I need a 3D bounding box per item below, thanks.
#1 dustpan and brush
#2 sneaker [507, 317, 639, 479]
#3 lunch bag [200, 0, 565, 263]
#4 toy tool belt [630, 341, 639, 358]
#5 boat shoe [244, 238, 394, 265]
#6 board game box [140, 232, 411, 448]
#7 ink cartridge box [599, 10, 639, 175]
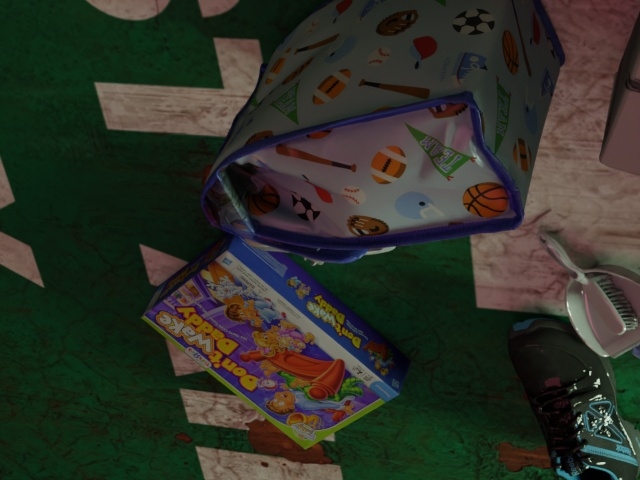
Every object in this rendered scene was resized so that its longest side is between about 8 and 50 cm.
[{"bbox_3d":[0.372,0.063,2.024,0.211,0.060,0.147,54,134,2],"label":"dustpan and brush"},{"bbox_3d":[0.372,0.256,2.143,0.125,0.139,0.341,-18,120,35],"label":"sneaker"},{"bbox_3d":[0.069,-0.153,1.778,0.386,0.327,0.239,-9,127,26],"label":"lunch bag"},{"bbox_3d":[0.456,0.146,2.072,0.052,0.051,0.083,28,134,-3],"label":"toy tool belt"},{"bbox_3d":[0.001,-0.001,2.108,0.228,0.079,0.081,-6,123,22],"label":"boat shoe"},{"bbox_3d":[-0.068,0.151,2.270,0.347,0.078,0.233,40,132,-15],"label":"board game box"},{"bbox_3d":[0.416,-0.234,1.646,0.122,0.211,0.289,17,135,5],"label":"ink cartridge box"}]
